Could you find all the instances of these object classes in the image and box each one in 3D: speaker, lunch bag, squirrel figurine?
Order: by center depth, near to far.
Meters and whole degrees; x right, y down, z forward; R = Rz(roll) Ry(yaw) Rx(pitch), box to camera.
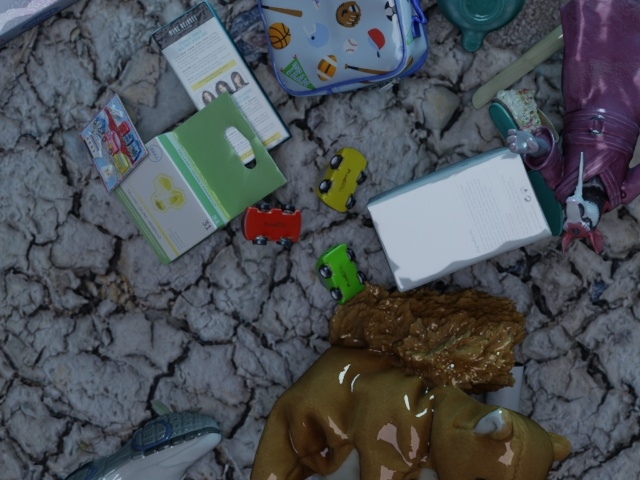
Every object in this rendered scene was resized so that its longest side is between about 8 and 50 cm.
[{"bbox_3d":[0.159,0.232,1.564,0.281,0.370,0.396,33,65,-39],"label":"squirrel figurine"},{"bbox_3d":[0.034,-0.359,1.627,0.243,0.115,0.303,-10,97,26],"label":"lunch bag"},{"bbox_3d":[0.280,0.255,1.716,0.055,0.055,0.136,5,94,3],"label":"speaker"}]

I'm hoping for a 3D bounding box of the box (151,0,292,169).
[{"bbox_3d":[-0.149,-0.236,1.703,0.101,0.060,0.244,-31,92,5],"label":"box"}]

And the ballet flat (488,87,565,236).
[{"bbox_3d":[0.338,-0.125,1.677,0.077,0.091,0.241,-29,97,-21],"label":"ballet flat"}]

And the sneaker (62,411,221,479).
[{"bbox_3d":[-0.276,0.375,1.747,0.297,0.111,0.129,-31,107,9],"label":"sneaker"}]

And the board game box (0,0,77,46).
[{"bbox_3d":[-0.537,-0.461,1.706,0.319,0.066,0.318,-30,92,5],"label":"board game box"}]

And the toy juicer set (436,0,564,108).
[{"bbox_3d":[0.271,-0.374,1.624,0.209,0.089,0.329,-16,120,17],"label":"toy juicer set"}]

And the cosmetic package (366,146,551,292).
[{"bbox_3d":[0.192,-0.036,1.616,0.225,0.224,0.138,-23,93,4],"label":"cosmetic package"}]

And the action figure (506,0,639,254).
[{"bbox_3d":[0.375,-0.156,1.541,0.248,0.276,0.370,15,84,1],"label":"action figure"}]

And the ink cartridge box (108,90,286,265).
[{"bbox_3d":[-0.192,-0.092,1.682,0.235,0.056,0.171,-33,91,28],"label":"ink cartridge box"}]

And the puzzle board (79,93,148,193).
[{"bbox_3d":[-0.320,-0.149,1.701,0.096,0.011,0.128,-42,60,22],"label":"puzzle board"}]

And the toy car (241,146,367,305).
[{"bbox_3d":[0.000,0.000,1.694,0.239,0.053,0.225,-34,111,-26],"label":"toy car"}]
